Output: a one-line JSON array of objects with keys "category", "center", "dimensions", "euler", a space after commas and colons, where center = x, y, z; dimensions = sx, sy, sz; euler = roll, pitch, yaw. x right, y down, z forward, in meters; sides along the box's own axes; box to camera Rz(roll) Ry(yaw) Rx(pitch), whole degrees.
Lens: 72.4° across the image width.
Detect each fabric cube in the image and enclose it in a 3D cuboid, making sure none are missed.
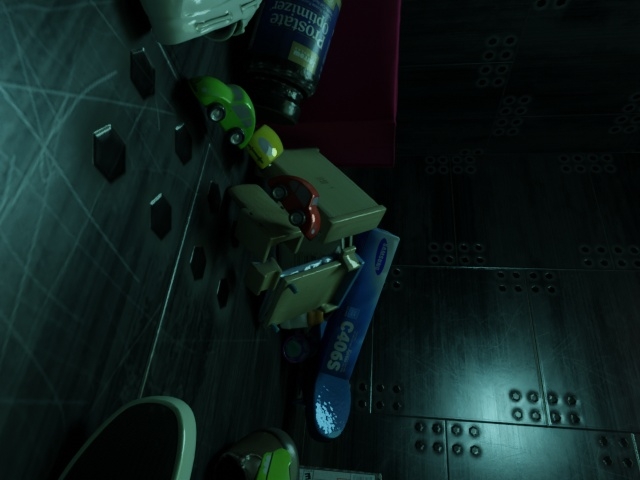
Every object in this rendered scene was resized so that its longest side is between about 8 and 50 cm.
[{"category": "fabric cube", "center": [0.029, -0.305, 0.880], "dimensions": [0.259, 0.254, 0.257], "euler": [46, 45, -79]}]

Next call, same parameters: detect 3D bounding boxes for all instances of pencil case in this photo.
[{"category": "pencil case", "center": [-0.047, 0.260, 1.071], "dimensions": [0.151, 0.065, 0.070], "euler": [52, 55, -77]}]

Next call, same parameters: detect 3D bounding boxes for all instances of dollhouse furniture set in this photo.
[{"category": "dollhouse furniture set", "center": [-0.078, 0.019, 0.801], "dimensions": [0.287, 0.198, 0.303], "euler": [-16, 141, -42]}]

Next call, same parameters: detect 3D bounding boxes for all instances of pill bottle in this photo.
[{"category": "pill bottle", "center": [-0.051, -0.303, 0.695], "dimensions": [0.123, 0.123, 0.219], "euler": [11, 95, -82]}]

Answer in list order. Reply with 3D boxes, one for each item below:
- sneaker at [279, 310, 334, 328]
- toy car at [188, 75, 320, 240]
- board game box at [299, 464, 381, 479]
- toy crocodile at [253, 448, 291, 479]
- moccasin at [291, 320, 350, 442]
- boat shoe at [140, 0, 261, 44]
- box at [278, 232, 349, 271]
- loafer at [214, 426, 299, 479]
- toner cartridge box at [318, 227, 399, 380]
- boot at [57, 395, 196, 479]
[{"category": "sneaker", "center": [-0.015, 0.152, 1.089], "dimensions": [0.290, 0.123, 0.105], "euler": [-59, 147, -76]}, {"category": "toy car", "center": [-0.083, -0.131, 0.573], "dimensions": [0.239, 0.053, 0.225], "euler": [57, 4, 38]}, {"category": "board game box", "center": [0.003, 0.633, 0.875], "dimensions": [0.291, 0.232, 0.141], "euler": [-76, 165, -54]}, {"category": "toy crocodile", "center": [-0.070, 0.362, 0.419], "dimensions": [0.340, 0.105, 0.115], "euler": [-74, -176, -67]}, {"category": "moccasin", "center": [0.004, 0.374, 1.155], "dimensions": [0.138, 0.117, 0.342], "euler": [37, 30, -20]}, {"category": "boat shoe", "center": [-0.119, -0.270, 0.489], "dimensions": [0.258, 0.095, 0.084], "euler": [-57, 153, -55]}, {"category": "box", "center": [0.000, 0.000, 1.094], "dimensions": [0.311, 0.148, 0.121], "euler": [-57, 148, -72]}, {"category": "loafer", "center": [-0.107, 0.447, 0.578], "dimensions": [0.130, 0.134, 0.365], "euler": [28, 49, -51]}, {"category": "toner cartridge box", "center": [0.085, 0.137, 1.049], "dimensions": [0.165, 0.075, 0.347], "euler": [-105, -146, -83]}, {"category": "boot", "center": [-0.145, 0.258, 0.347], "dimensions": [0.176, 0.089, 0.244], "euler": [77, 24, -60]}]
